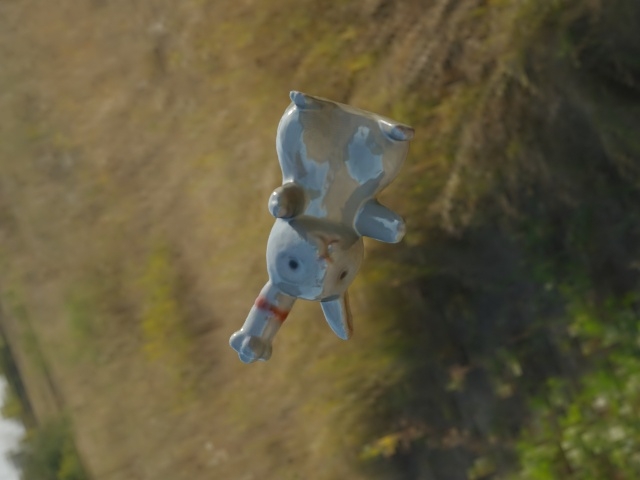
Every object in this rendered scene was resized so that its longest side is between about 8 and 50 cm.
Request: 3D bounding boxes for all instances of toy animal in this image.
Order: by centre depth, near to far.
[{"bbox_3d":[0.004,-0.008,1.743,0.138,0.140,0.283,153,130,-77],"label":"toy animal"}]
